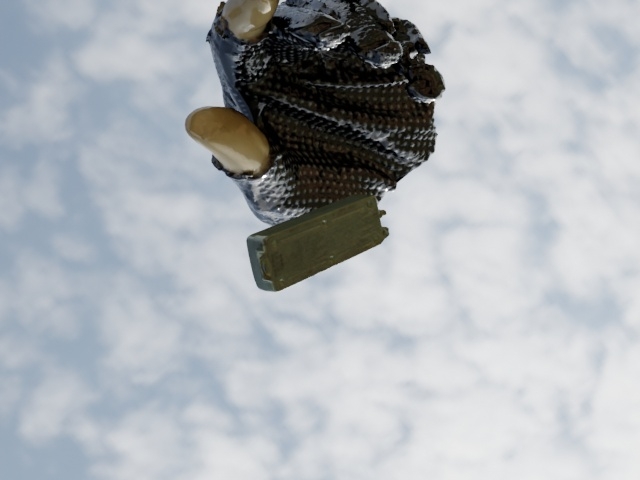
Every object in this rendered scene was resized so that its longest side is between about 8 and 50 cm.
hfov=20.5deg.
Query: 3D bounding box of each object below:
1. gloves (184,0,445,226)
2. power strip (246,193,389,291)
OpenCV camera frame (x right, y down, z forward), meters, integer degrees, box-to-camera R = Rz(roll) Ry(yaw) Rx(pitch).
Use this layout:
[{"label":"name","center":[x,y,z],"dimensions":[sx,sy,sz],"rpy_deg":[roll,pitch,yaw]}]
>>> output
[{"label":"gloves","center":[-0.007,-0.089,0.916],"dimensions":[0.181,0.129,0.106],"rpy_deg":[65,-174,-51]},{"label":"power strip","center":[0.000,0.000,0.825],"dimensions":[0.083,0.017,0.027],"rpy_deg":[-23,-70,-38]}]
